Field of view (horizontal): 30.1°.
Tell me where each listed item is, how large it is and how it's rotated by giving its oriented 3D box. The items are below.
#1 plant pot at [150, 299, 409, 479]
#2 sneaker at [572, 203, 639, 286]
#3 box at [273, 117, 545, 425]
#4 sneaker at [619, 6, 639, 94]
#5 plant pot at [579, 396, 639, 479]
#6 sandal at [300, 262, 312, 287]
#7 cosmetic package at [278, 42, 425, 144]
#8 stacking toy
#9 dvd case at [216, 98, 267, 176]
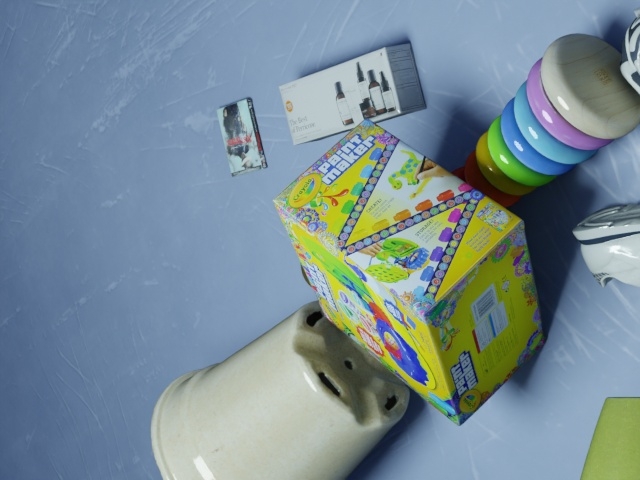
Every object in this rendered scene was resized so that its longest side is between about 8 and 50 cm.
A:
[{"bbox_3d":[-0.039,0.265,1.831,0.305,0.334,0.334,-44,69,33],"label":"plant pot"},{"bbox_3d":[0.414,0.007,1.413,0.235,0.090,0.095,-3,112,52],"label":"sneaker"},{"bbox_3d":[0.123,0.043,1.567,0.279,0.177,0.290,38,162,35],"label":"box"},{"bbox_3d":[0.411,-0.170,1.359,0.094,0.153,0.235,-31,117,20],"label":"sneaker"},{"bbox_3d":[0.409,0.332,1.402,0.275,0.274,0.293,-9,78,48],"label":"plant pot"},{"bbox_3d":[0.000,0.000,1.885,0.072,0.049,0.180,36,141,42],"label":"sandal"},{"bbox_3d":[0.042,-0.213,1.760,0.239,0.060,0.099,-12,92,49],"label":"cosmetic package"},{"bbox_3d":[0.259,-0.116,1.517,0.141,0.141,0.330,62,144,14],"label":"stacking toy"},{"bbox_3d":[-0.133,-0.172,1.999,0.087,0.013,0.119,-10,95,48],"label":"dvd case"}]
